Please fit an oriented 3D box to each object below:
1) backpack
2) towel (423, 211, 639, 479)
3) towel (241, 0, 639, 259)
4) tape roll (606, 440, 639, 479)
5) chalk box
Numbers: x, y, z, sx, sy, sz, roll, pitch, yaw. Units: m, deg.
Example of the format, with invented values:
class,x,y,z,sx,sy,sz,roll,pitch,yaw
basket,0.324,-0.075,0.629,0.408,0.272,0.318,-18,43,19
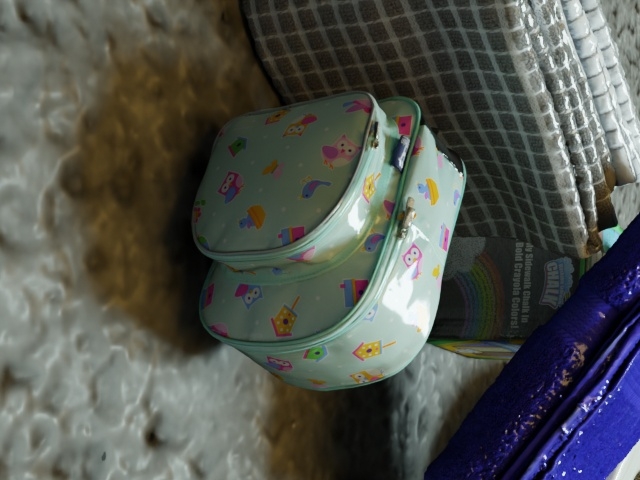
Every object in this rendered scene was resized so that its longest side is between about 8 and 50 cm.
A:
class,x,y,z,sx,sy,sz,roll,pitch,yaw
backpack,0.000,0.000,0.708,0.144,0.166,0.188,36,56,-49
towel,0.235,0.119,0.845,0.308,0.076,0.228,-50,141,1
towel,0.096,-0.111,0.801,0.121,0.235,0.283,-59,133,-36
tape roll,0.279,0.321,1.108,0.392,0.072,0.392,-39,138,-47
chalk box,0.220,0.044,1.000,0.132,0.213,0.132,23,70,-54
